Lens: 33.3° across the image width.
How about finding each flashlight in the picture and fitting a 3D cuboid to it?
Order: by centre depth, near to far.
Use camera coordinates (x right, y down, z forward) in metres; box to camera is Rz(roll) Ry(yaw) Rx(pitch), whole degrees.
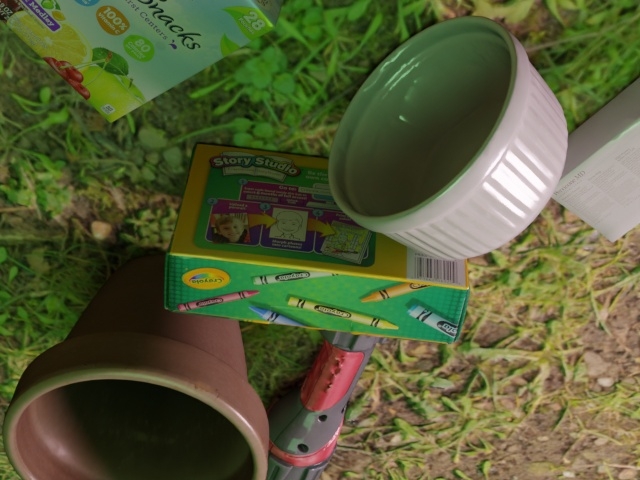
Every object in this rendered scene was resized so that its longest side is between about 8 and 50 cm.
[{"bbox_3d":[0.002,0.158,1.217,0.103,0.103,0.304,11,133,-11],"label":"flashlight"}]

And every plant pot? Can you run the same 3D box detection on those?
[{"bbox_3d":[-0.173,0.142,1.133,0.263,0.229,0.263,3,131,3],"label":"plant pot"}]

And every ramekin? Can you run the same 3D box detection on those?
[{"bbox_3d":[0.117,-0.081,0.937,0.207,0.207,0.109,-34,130,29],"label":"ramekin"}]

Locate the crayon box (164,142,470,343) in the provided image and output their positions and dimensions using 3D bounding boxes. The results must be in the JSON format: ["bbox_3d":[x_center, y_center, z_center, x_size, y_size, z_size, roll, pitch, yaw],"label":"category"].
[{"bbox_3d":[0.000,0.000,1.037,0.278,0.165,0.081,7,132,-1],"label":"crayon box"}]

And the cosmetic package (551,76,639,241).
[{"bbox_3d":[0.323,-0.107,0.984,0.099,0.060,0.239,32,126,-24],"label":"cosmetic package"}]

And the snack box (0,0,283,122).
[{"bbox_3d":[-0.162,-0.215,0.909,0.207,0.070,0.174,-24,127,32],"label":"snack box"}]
